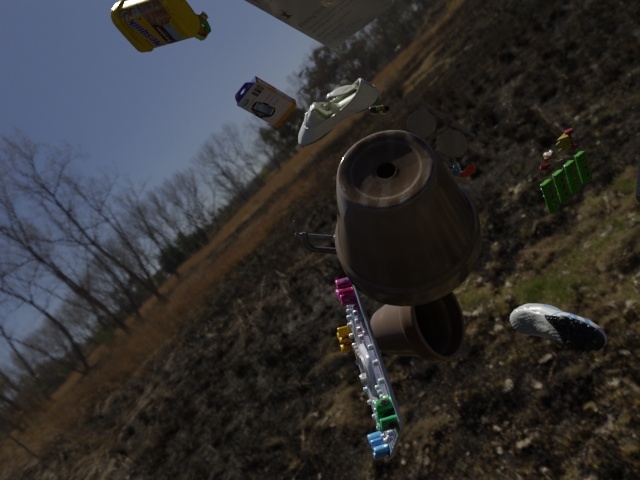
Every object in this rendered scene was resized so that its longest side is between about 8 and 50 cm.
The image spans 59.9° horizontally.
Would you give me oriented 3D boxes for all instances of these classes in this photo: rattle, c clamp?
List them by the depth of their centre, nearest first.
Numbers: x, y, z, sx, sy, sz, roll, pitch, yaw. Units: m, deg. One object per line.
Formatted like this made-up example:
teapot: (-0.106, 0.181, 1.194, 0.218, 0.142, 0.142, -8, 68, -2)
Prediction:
c clamp: (0.000, 0.000, 1.671, 0.137, 0.161, 0.022, 84, -163, -51)
rattle: (0.408, -0.174, 1.787, 0.142, 0.130, 0.200, -61, 27, -4)

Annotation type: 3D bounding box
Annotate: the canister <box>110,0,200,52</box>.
canister: (-0.380, -0.510, 1.286, 0.170, 0.126, 0.073, -1, 58, 31)

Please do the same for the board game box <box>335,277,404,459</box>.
board game box: (0.113, 0.338, 1.432, 0.050, 0.389, 0.390, -14, -31, -6)

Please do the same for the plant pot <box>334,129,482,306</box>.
plant pot: (0.162, -0.067, 1.144, 0.323, 0.323, 0.280, -49, -32, -14)

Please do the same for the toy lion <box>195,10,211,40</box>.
toy lion: (-0.327, -0.572, 1.477, 0.034, 0.096, 0.100, -32, -11, 28)

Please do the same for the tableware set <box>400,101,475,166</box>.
tableware set: (0.339, -0.307, 1.629, 0.128, 0.194, 0.039, -51, -11, -12)

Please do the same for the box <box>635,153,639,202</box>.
box: (0.857, -0.181, 1.314, 0.201, 0.021, 0.164, -22, 33, 49)

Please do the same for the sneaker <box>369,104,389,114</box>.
sneaker: (0.201, -0.449, 1.892, 0.083, 0.031, 0.035, -12, -10, -40)

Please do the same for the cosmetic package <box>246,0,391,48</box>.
cosmetic package: (0.002, -0.937, 1.899, 0.329, 0.394, 0.327, -17, 61, 53)

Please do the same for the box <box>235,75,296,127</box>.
box: (-0.134, -0.331, 1.319, 0.081, 0.136, 0.028, -41, 39, 32)

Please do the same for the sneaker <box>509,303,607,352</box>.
sneaker: (0.529, 0.183, 1.229, 0.086, 0.085, 0.237, -20, 14, -24)

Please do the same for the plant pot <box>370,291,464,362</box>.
plant pot: (0.284, 0.261, 1.747, 0.229, 0.263, 0.263, -24, 22, 43)

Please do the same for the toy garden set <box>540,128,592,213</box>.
toy garden set: (0.802, -0.239, 1.866, 0.244, 0.203, 0.049, -35, 21, -25)

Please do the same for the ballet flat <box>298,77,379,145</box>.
ballet flat: (0.041, -0.519, 2.202, 0.400, 0.139, 0.139, -26, 18, 29)
